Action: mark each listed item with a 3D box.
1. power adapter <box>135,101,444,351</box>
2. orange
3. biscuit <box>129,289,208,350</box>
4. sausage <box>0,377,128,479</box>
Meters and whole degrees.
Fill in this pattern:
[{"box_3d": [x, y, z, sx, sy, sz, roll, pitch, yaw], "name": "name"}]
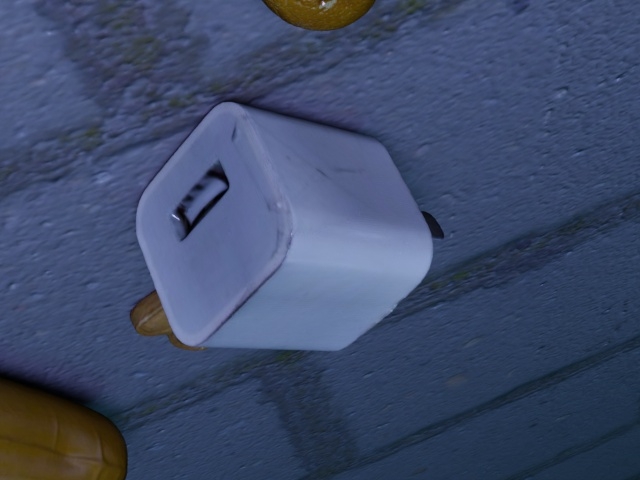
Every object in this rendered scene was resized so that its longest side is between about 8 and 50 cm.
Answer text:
[{"box_3d": [0.000, 0.000, 0.709, 0.204, 0.125, 0.130, 9, 136, -46], "name": "power adapter"}, {"box_3d": [-0.001, -0.146, 0.522, 0.085, 0.085, 0.085, -19, 150, -11], "name": "orange"}, {"box_3d": [-0.092, 0.051, 0.828, 0.118, 0.023, 0.140, -17, 150, -15], "name": "biscuit"}, {"box_3d": [-0.270, 0.146, 0.767, 0.112, 0.112, 0.328, -33, 149, 14], "name": "sausage"}]
